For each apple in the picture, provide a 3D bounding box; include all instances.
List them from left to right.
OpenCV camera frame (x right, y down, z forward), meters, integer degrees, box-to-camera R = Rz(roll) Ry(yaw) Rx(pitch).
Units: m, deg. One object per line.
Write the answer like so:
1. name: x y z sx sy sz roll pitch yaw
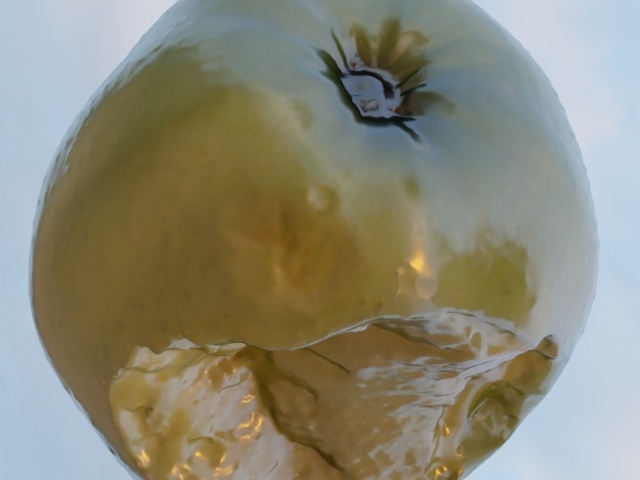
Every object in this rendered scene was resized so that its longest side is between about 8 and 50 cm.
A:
1. apple: 0.000 0.000 0.671 0.279 0.279 0.279 28 -53 43
